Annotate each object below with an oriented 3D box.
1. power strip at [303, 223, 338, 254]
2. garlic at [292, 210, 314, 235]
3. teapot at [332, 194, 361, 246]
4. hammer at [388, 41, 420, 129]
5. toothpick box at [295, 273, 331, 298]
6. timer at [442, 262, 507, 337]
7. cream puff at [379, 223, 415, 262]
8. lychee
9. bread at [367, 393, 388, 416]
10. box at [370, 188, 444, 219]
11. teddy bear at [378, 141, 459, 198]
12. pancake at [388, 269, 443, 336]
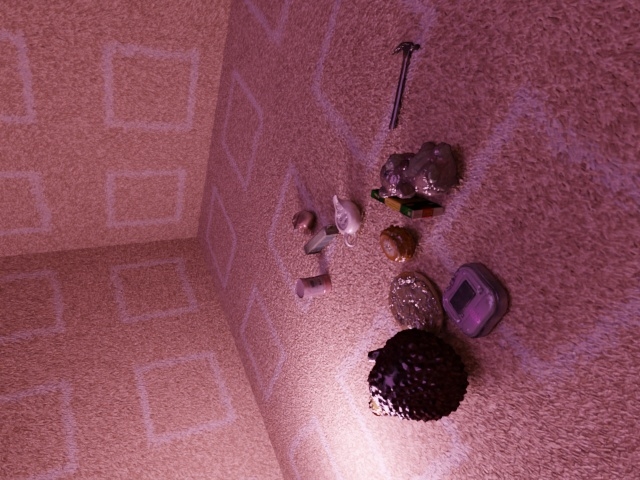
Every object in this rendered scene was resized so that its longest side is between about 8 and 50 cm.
[{"bbox_3d":[0.001,0.000,2.130,0.272,0.078,0.052,-42,62,55],"label":"power strip"},{"bbox_3d":[-0.094,-0.093,2.265,0.175,0.099,0.123,18,97,59],"label":"garlic"},{"bbox_3d":[0.118,-0.086,1.889,0.145,0.093,0.226,-29,72,62],"label":"teapot"},{"bbox_3d":[0.278,-0.536,1.574,0.125,0.027,0.296,38,129,51],"label":"hammer"},{"bbox_3d":[-0.034,0.221,2.166,0.098,0.149,0.098,21,114,58],"label":"toothpick box"},{"bbox_3d":[0.461,0.183,1.366,0.190,0.069,0.208,58,144,41],"label":"timer"},{"bbox_3d":[0.282,0.011,1.608,0.144,0.103,0.126,54,153,42],"label":"cream puff"},{"bbox_3d":[0.306,0.437,1.465,0.331,0.306,0.305,26,125,16],"label":"lychee"},{"bbox_3d":[0.289,0.589,1.695,0.260,0.134,0.129,131,137,-57],"label":"bread"},{"bbox_3d":[0.290,-0.131,1.531,0.235,0.132,0.034,37,129,51],"label":"box"},{"bbox_3d":[0.308,-0.222,1.446,0.267,0.235,0.151,14,152,47],"label":"teddy bear"},{"bbox_3d":[0.339,0.236,1.611,0.282,0.049,0.282,22,115,59],"label":"pancake"}]
